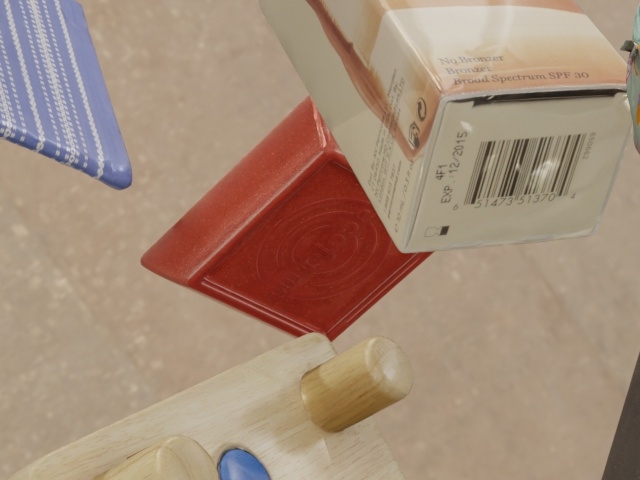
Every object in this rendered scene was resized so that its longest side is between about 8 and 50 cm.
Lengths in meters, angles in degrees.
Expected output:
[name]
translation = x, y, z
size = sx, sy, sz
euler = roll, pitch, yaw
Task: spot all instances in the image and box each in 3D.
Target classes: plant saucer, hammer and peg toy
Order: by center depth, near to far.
[hammer and peg toy]
translation = -0.038, 0.188, 0.713
size = 0.361, 0.127, 0.266
euler = -19, 79, -57
[plant saucer]
translation = 0.000, 0.000, 1.556
size = 0.259, 0.258, 0.047
euler = 28, 28, -42

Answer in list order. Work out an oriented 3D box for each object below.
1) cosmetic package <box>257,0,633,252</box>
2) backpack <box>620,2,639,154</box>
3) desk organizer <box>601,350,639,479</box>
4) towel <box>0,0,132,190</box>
[cosmetic package]
translation = 0.077, -0.136, 1.079
size = 0.153, 0.129, 0.296
euler = -7, 42, -22
[backpack]
translation = 0.220, -0.078, 0.714
size = 0.188, 0.166, 0.144
euler = -80, 162, -73
[desk organizer]
translation = 0.113, 0.072, 0.445
size = 0.050, 0.130, 0.047
euler = -5, 27, -37
[towel]
translation = -0.310, -0.178, 1.367
size = 0.336, 0.040, 0.243
euler = 23, 36, -48
